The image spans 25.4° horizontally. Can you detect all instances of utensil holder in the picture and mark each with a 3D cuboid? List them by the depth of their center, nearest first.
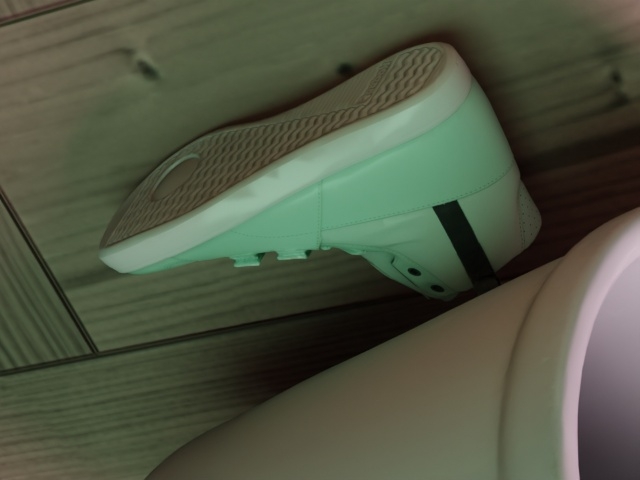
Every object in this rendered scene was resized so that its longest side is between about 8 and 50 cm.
[{"bbox_3d":[0.098,0.195,0.768,0.327,0.327,0.385,42,137,-20],"label":"utensil holder"}]

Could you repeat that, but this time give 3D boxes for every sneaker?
[{"bbox_3d":[0.000,0.000,0.824,0.256,0.094,0.151,-21,123,26],"label":"sneaker"}]
